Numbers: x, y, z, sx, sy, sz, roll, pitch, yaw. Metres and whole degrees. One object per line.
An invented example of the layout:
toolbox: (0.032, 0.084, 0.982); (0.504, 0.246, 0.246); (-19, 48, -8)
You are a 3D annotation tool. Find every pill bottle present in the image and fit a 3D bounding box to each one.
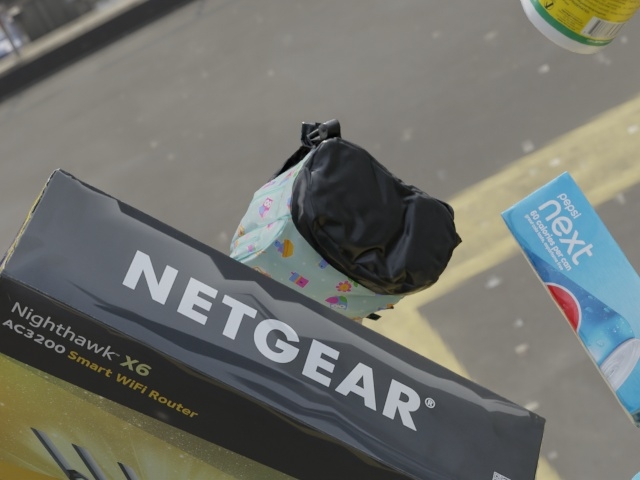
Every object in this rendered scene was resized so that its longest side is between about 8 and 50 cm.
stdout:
pill bottle: (0.307, -0.303, 1.575); (0.208, 0.117, 0.117); (-53, 0, 41)

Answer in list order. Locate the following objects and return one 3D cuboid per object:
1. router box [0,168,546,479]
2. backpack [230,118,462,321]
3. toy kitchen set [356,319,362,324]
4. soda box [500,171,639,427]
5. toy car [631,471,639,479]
router box: (-0.065, 0.119, 0.882); (0.243, 0.309, 0.081); (-52, 14, 48)
backpack: (0.000, 0.000, 1.168); (0.115, 0.152, 0.182); (-57, 17, -26)
toy kitchen set: (-0.040, 0.061, 1.670); (0.122, 0.207, 0.166); (-10, 28, -40)
soda box: (0.240, 0.050, 1.295); (0.071, 0.210, 0.067); (-32, -24, 5)
toy car: (0.488, 0.310, 1.603); (0.210, 0.219, 0.238); (-43, 18, -15)
